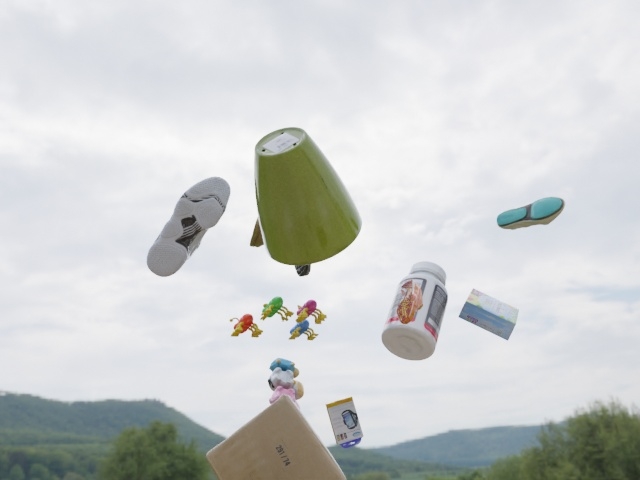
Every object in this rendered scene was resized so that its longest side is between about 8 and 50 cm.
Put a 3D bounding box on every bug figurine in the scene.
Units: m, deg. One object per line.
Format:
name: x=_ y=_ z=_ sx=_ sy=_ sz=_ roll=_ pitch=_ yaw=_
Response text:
bug figurine: x=-0.114 y=0.228 z=1.893 sx=0.279 sy=0.072 sz=0.216 roll=10 pitch=-38 yaw=-33

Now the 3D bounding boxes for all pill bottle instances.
pill bottle: x=0.322 y=0.222 z=2.147 sx=0.177 sy=0.318 sz=0.176 roll=14 pitch=-43 yaw=13

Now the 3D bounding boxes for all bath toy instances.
bath toy: x=-0.133 y=0.596 z=2.404 sx=0.152 sy=0.348 sz=0.129 roll=23 pitch=-63 yaw=-14

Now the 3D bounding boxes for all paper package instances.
paper package: x=-0.124 y=0.670 z=1.894 sx=0.310 sy=0.324 sz=0.168 roll=-35 pitch=-19 yaw=-12

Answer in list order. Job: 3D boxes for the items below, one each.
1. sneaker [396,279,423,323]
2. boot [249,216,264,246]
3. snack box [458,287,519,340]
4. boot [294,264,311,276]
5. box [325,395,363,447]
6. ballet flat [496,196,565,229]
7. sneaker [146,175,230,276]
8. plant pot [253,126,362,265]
sneaker: x=0.244 y=0.167 z=1.719 sx=0.064 sy=0.175 sz=0.067 roll=-37 pitch=-77 yaw=31
boot: x=-0.120 y=0.012 z=2.399 sx=0.270 sy=0.089 sz=0.236 roll=19 pitch=-14 yaw=-4
snack box: x=0.565 y=0.243 z=2.177 sx=0.175 sy=0.070 sz=0.207 roll=26 pitch=16 yaw=15
boot: x=0.000 y=0.000 z=2.107 sx=0.161 sy=0.246 sz=0.083 roll=8 pitch=-15 yaw=-29
box: x=0.072 y=0.532 z=1.905 sx=0.081 sy=0.136 sz=0.028 roll=-14 pitch=-7 yaw=-11
ballet flat: x=0.673 y=-0.078 z=2.051 sx=0.086 sy=0.086 sz=0.249 roll=14 pitch=-17 yaw=-35
sneaker: x=-0.418 y=-0.056 z=2.094 sx=0.137 sy=0.365 sz=0.210 roll=36 pitch=3 yaw=-9
plant pot: x=-0.058 y=-0.134 z=1.688 sx=0.275 sy=0.274 sz=0.293 roll=-9 pitch=-53 yaw=13
